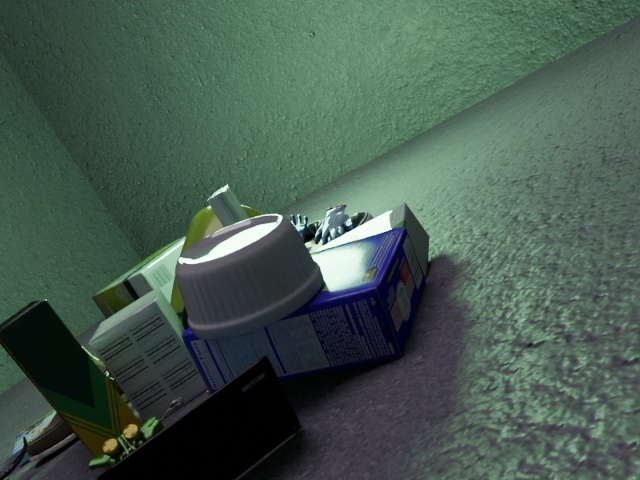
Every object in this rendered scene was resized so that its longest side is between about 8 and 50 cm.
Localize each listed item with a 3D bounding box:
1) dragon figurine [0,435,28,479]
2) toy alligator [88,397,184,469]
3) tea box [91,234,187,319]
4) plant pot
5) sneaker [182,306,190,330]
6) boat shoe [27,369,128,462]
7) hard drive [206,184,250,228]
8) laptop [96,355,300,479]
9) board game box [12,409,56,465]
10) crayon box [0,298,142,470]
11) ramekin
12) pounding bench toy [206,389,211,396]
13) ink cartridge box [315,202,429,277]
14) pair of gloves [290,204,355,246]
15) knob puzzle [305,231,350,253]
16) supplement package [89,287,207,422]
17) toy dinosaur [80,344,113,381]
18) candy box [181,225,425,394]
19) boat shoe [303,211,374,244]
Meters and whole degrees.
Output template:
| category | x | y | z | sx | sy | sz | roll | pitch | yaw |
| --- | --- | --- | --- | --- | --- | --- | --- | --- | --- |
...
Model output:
| category | x | y | z | sx | sy | sz | roll | pitch | yaw |
| --- | --- | --- | --- | --- | --- | --- | --- | --- | --- |
| dragon figurine | -0.727 | 0.532 | 1.429 | 0.289 | 0.085 | 0.144 | -31 | 9 | 5 |
| toy alligator | -0.305 | 0.343 | 1.181 | 0.190 | 0.056 | 0.051 | -34 | 51 | -18 |
| tea box | -0.497 | 0.152 | 2.241 | 0.324 | 0.220 | 0.329 | -24 | 12 | 41 |
| plant pot | -0.237 | 0.108 | 1.625 | 0.275 | 0.275 | 0.293 | -25 | 28 | 36 |
| sneaker | -0.158 | 0.187 | 1.362 | 0.145 | 0.090 | 0.270 | 1 | 17 | -34 |
| boat shoe | -0.548 | 0.380 | 1.603 | 0.324 | 0.096 | 0.117 | -36 | 10 | -25 |
| hard drive | -0.129 | 0.032 | 1.415 | 0.040 | 0.307 | 0.203 | -31 | 9 | 1 |
| laptop | -0.161 | 0.254 | 0.904 | 0.234 | 0.136 | 0.264 | -34 | 10 | -16 |
| board game box | -0.689 | 0.477 | 1.734 | 0.160 | 0.039 | 0.211 | -35 | 11 | -19 |
| crayon box | -0.498 | 0.269 | 1.352 | 0.106 | 0.313 | 0.363 | -40 | 12 | -24 |
| ramekin | -0.109 | 0.044 | 0.995 | 0.207 | 0.109 | 0.207 | -19 | 16 | 6 |
| pounding bench toy | -0.134 | 0.242 | 1.135 | 0.065 | 0.052 | 0.083 | -22 | 13 | 48 |
| ink cartridge box | 0.088 | 0.041 | 1.285 | 0.212 | 0.093 | 0.154 | -29 | 20 | 24 |
| pair of gloves | -0.018 | -0.021 | 1.561 | 0.198 | 0.023 | 0.159 | -13 | 31 | 10 |
| knob puzzle | 0.030 | 0.037 | 1.492 | 0.213 | 0.030 | 0.213 | -14 | 27 | 7 |
| supplement package | -0.339 | 0.229 | 1.395 | 0.149 | 0.203 | 0.194 | -33 | 9 | -7 |
| toy dinosaur | -0.434 | 0.297 | 1.567 | 0.268 | 0.064 | 0.118 | 7 | 27 | -2 |
| candy box | -0.015 | 0.107 | 1.094 | 0.317 | 0.122 | 0.268 | -15 | 15 | 21 |
| boat shoe | 0.000 | 0.000 | 1.633 | 0.301 | 0.102 | 0.108 | -36 | 9 | -22 |
